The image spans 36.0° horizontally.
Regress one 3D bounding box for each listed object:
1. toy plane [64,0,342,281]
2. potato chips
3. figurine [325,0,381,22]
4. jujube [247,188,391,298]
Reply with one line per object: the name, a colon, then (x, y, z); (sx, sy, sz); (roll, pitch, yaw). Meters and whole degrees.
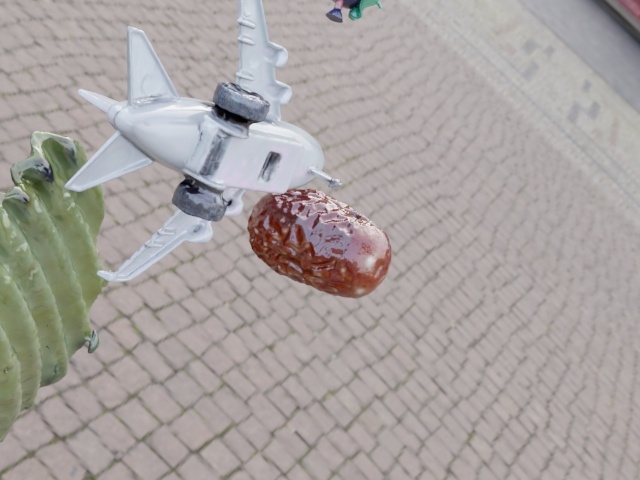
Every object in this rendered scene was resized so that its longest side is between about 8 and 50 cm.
toy plane: (-0.068, -0.070, 0.745); (0.101, 0.251, 0.255); (33, 14, 35)
potato chips: (-0.343, 0.096, 1.092); (0.097, 0.389, 0.373); (12, 28, 7)
figurine: (0.021, -0.418, 1.475); (0.195, 0.111, 0.102); (52, 17, 0)
jujube: (0.000, 0.000, 1.101); (0.176, 0.109, 0.112); (24, 48, 39)
